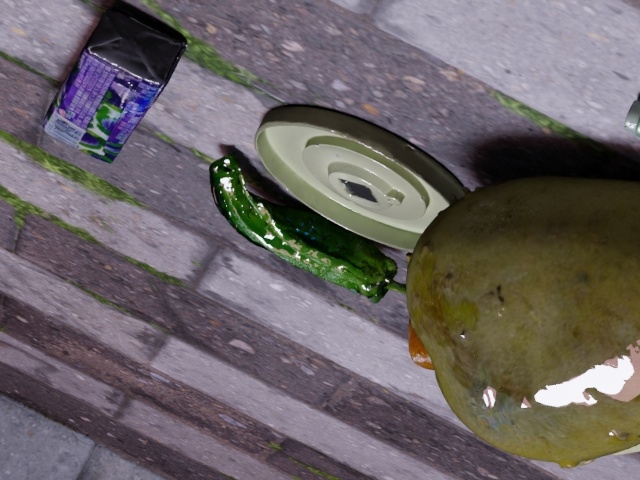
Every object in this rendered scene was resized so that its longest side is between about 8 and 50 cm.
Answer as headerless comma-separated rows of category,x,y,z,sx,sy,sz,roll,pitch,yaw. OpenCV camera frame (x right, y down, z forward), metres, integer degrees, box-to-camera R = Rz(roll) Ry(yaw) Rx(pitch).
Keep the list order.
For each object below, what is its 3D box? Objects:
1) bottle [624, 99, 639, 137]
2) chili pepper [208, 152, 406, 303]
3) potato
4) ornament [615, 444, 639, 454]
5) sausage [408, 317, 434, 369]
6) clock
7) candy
bottle,0.285,-0.087,1.569,0.083,0.030,0.030,21,161,15
chili pepper,0.000,0.000,2.113,0.279,0.065,0.122,29,168,1
potato,0.242,0.073,1.739,0.359,0.219,0.269,-1,116,44
ornament,0.344,0.199,2.226,0.180,0.059,0.201,18,163,18
sausage,0.204,0.113,2.139,0.103,0.076,0.302,31,163,-39
clock,0.042,-0.058,1.962,0.235,0.029,0.235,23,161,8
candy,-0.214,-0.152,1.992,0.088,0.061,0.312,28,162,-9
